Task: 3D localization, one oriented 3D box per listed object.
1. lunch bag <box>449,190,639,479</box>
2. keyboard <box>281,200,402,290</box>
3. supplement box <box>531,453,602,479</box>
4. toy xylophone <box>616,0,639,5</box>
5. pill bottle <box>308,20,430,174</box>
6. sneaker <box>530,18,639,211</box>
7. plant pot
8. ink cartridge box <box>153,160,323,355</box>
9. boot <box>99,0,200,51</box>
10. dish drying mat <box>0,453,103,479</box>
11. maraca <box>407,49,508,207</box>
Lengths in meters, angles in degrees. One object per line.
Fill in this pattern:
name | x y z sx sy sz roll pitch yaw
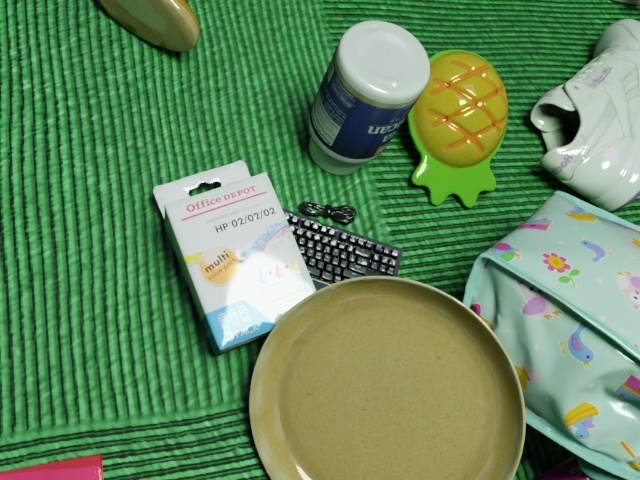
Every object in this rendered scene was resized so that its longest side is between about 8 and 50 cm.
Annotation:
lunch bag | 0.275 0.092 0.591 0.262 0.160 0.223 33 37 22
keyboard | 0.000 0.000 0.686 0.180 0.023 0.108 19 61 -9
supplement box | 0.306 0.299 0.587 0.114 0.111 0.220 -19 71 -23
toy xylophone | 0.561 -0.469 1.047 0.323 0.081 0.236 -7 67 -20
pill bottle | 0.041 -0.140 0.680 0.094 0.169 0.094 6 65 -14
sneaker | 0.360 -0.191 0.834 0.152 0.114 0.305 24 61 -7
plant pot | 0.054 0.147 0.563 0.237 0.032 0.236 1 93 12
ink cartridge box | -0.083 0.006 0.618 0.104 0.061 0.181 -21 80 -18
boot | -0.196 -0.365 0.754 0.295 0.104 0.211 38 61 8
dish drying mat | -0.223 0.200 0.531 0.083 0.008 0.032 -6 67 -18
maraca | 0.161 -0.132 0.760 0.127 0.099 0.185 3 90 -10
